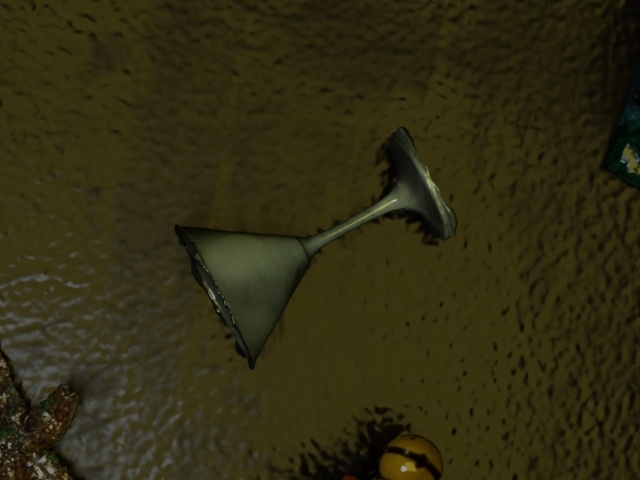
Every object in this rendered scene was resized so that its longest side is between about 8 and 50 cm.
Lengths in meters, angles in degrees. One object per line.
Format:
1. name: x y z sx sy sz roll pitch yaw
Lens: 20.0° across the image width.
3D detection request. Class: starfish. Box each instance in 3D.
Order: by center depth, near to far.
1. starfish: -0.281 0.191 1.703 0.209 0.053 0.150 43 99 -6

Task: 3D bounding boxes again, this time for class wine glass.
1. wine glass: 0.000 0.000 1.673 0.232 0.156 0.156 -28 90 -7

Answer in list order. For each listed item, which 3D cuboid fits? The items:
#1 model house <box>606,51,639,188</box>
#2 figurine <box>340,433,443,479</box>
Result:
1. model house: 0.432 -0.135 1.646 0.280 0.249 0.230 15 88 -3
2. figurine: 0.038 0.326 1.571 0.196 0.323 0.320 30 88 -1
